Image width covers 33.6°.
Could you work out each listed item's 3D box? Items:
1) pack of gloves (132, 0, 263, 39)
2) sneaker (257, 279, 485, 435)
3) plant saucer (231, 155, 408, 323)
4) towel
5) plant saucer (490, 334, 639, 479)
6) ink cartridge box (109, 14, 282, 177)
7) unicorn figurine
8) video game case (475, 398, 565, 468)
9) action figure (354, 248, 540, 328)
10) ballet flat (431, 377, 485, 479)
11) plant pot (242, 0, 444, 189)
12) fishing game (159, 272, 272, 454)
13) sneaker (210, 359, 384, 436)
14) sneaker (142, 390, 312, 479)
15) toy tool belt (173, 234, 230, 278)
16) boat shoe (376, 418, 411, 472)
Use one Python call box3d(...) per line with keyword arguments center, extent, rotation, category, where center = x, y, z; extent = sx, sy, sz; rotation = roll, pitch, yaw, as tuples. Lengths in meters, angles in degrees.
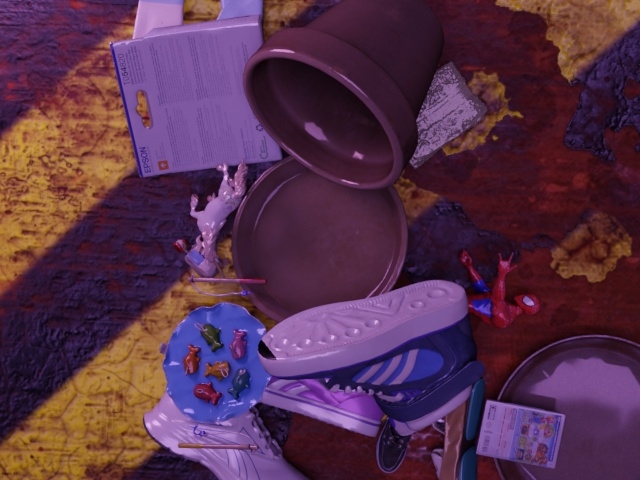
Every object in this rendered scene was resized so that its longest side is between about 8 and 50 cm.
box3d(center=(-0.181, -0.374, 1.614), extent=(0.195, 0.046, 0.232), rotation=(4, 86, 2), category="pack of gloves")
box3d(center=(0.079, 0.205, 1.519), extent=(0.322, 0.130, 0.236), rotation=(-16, 119, -18), category="sneaker")
box3d(center=(0.000, 0.000, 1.598), extent=(0.277, 0.041, 0.278), rotation=(-3, 79, 17), category="plant saucer")
box3d(center=(0.168, -0.192, 1.613), extent=(0.148, 0.027, 0.110), rotation=(-37, 92, 8), category="towel")
box3d(center=(0.417, 0.294, 1.641), extent=(0.310, 0.050, 0.311), rotation=(0, 96, 3), category="plant saucer")
box3d(center=(-0.181, -0.213, 1.586), extent=(0.224, 0.045, 0.223), rotation=(-7, 117, 2), category="ink cartridge box")
box3d(center=(-0.156, -0.041, 1.600), extent=(0.060, 0.111, 0.162), rotation=(7, 131, -25), category="unicorn figurine")
box3d(center=(0.305, 0.295, 1.619), extent=(0.122, 0.011, 0.087), rotation=(10, 96, 3), category="video game case")
box3d(center=(0.193, 0.065, 1.604), extent=(0.280, 0.091, 0.139), rotation=(2, 109, 3), category="action figure")
box3d(center=(0.210, 0.313, 1.654), extent=(0.073, 0.080, 0.232), rotation=(9, 95, 31), category="ballet flat")
box3d(center=(0.060, -0.239, 1.504), extent=(0.263, 0.263, 0.229), rotation=(38, 66, -1), category="plant pot")
box3d(center=(-0.160, 0.180, 1.580), extent=(0.189, 0.041, 0.264), rotation=(1, 80, 24), category="fishing game")
box3d(center=(-0.025, 0.186, 1.640), extent=(0.282, 0.102, 0.161), rotation=(17, 89, -4), category="sneaker")
box3d(center=(-0.127, 0.314, 1.650), extent=(0.297, 0.111, 0.129), rotation=(32, 91, -1), category="sneaker")
box3d(center=(-0.184, 0.020, 1.652), extent=(0.083, 0.052, 0.051), rotation=(47, 66, -5), category="toy tool belt")
box3d(center=(0.120, 0.300, 1.663), extent=(0.049, 0.040, 0.142), rotation=(16, 97, 1), category="boat shoe")
